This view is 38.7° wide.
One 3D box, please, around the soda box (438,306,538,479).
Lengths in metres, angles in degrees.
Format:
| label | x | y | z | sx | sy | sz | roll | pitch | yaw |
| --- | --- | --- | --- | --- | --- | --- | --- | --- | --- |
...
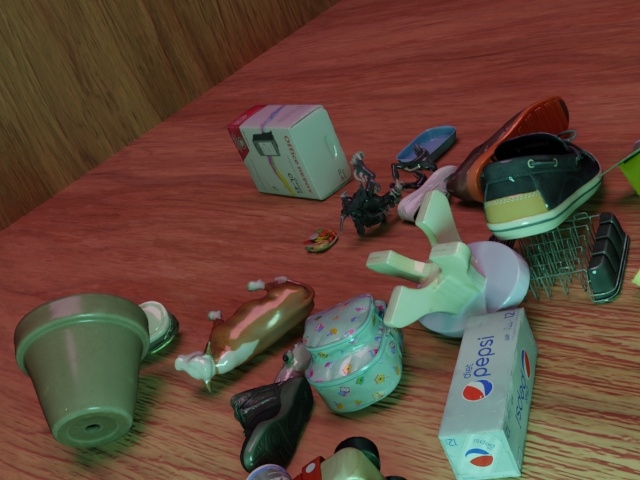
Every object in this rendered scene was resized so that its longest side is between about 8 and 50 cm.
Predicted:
| label | x | y | z | sx | sy | sz | roll | pitch | yaw |
| --- | --- | --- | --- | --- | --- | --- | --- | --- | --- |
| soda box | 0.257 | 0.224 | 1.368 | 0.098 | 0.091 | 0.286 | -13 | 27 | 25 |

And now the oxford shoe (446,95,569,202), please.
| label | x | y | z | sx | sy | sz | roll | pitch | yaw |
| --- | --- | --- | --- | --- | --- | --- | --- | --- | --- |
| oxford shoe | 0.422 | -0.215 | 2.057 | 0.363 | 0.130 | 0.132 | -37 | 21 | -26 |

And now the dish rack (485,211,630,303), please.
| label | x | y | z | sx | sy | sz | roll | pitch | yaw |
| --- | --- | --- | --- | --- | --- | --- | --- | --- | --- |
| dish rack | 0.403 | 0.037 | 1.638 | 0.271 | 0.074 | 0.208 | -11 | 26 | 31 |

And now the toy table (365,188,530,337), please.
| label | x | y | z | sx | sy | sz | roll | pitch | yaw |
| --- | --- | --- | --- | --- | --- | --- | --- | --- | --- |
| toy table | 0.207 | 0.059 | 1.567 | 0.274 | 0.160 | 0.252 | -25 | 43 | 50 |

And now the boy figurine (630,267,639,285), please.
| label | x | y | z | sx | sy | sz | roll | pitch | yaw |
| --- | --- | --- | --- | --- | --- | --- | --- | --- | --- |
| boy figurine | 0.574 | -0.046 | 1.500 | 0.092 | 0.285 | 0.177 | 12 | -8 | 9 |

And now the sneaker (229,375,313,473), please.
| label | x | y | z | sx | sy | sz | roll | pitch | yaw |
| --- | --- | --- | --- | --- | --- | --- | --- | --- | --- |
| sneaker | -0.104 | 0.316 | 1.527 | 0.130 | 0.087 | 0.227 | -15 | 23 | 25 |

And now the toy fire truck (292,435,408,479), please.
| label | x | y | z | sx | sy | sz | roll | pitch | yaw |
| --- | --- | --- | --- | --- | --- | --- | --- | --- | --- |
| toy fire truck | 0.013 | 0.385 | 1.151 | 0.246 | 0.217 | 0.158 | -35 | 23 | 12 |

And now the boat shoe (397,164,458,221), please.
| label | x | y | z | sx | sy | sz | roll | pitch | yaw |
| --- | --- | --- | --- | --- | --- | --- | --- | --- | --- |
| boat shoe | 0.257 | -0.104 | 2.063 | 0.184 | 0.066 | 0.063 | -32 | 39 | -22 |

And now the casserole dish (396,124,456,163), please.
| label | x | y | z | sx | sy | sz | roll | pitch | yaw |
| --- | --- | --- | --- | --- | --- | --- | --- | --- | --- |
| casserole dish | 0.276 | -0.236 | 2.336 | 0.114 | 0.037 | 0.188 | 4 | 37 | 46 |

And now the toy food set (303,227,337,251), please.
| label | x | y | z | sx | sy | sz | roll | pitch | yaw |
| --- | --- | --- | --- | --- | --- | --- | --- | --- | --- |
| toy food set | 0.000 | 0.000 | 2.135 | 0.082 | 0.020 | 0.083 | 4 | 37 | 46 |

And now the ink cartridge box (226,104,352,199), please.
| label | x | y | z | sx | sy | sz | roll | pitch | yaw |
| --- | --- | --- | --- | --- | --- | --- | --- | --- | --- |
| ink cartridge box | -0.086 | -0.241 | 2.449 | 0.131 | 0.226 | 0.306 | -38 | 27 | -26 |

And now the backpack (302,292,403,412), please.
| label | x | y | z | sx | sy | sz | roll | pitch | yaw |
| --- | --- | --- | --- | --- | --- | --- | --- | --- | --- |
| backpack | 0.054 | 0.193 | 1.555 | 0.165 | 0.144 | 0.188 | -21 | 34 | 17 |

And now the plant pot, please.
| label | x | y | z | sx | sy | sz | roll | pitch | yaw |
| --- | --- | --- | --- | --- | --- | --- | --- | --- | --- |
| plant pot | -0.449 | 0.267 | 1.765 | 0.263 | 0.263 | 0.229 | -22 | 54 | 5 |

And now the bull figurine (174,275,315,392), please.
| label | x | y | z | sx | sy | sz | roll | pitch | yaw |
| --- | --- | --- | --- | --- | --- | --- | --- | --- | --- |
| bull figurine | -0.153 | 0.177 | 1.826 | 0.310 | 0.101 | 0.188 | -30 | 23 | -11 |

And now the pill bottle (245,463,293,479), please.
| label | x | y | z | sx | sy | sz | roll | pitch | yaw |
| --- | --- | --- | --- | --- | --- | --- | --- | --- | --- |
| pill bottle | -0.057 | 0.393 | 1.335 | 0.078 | 0.078 | 0.137 | -31 | 26 | -13 |

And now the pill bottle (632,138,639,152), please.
| label | x | y | z | sx | sy | sz | roll | pitch | yaw |
| --- | --- | --- | --- | --- | --- | --- | --- | --- | --- |
| pill bottle | 0.696 | -0.201 | 1.843 | 0.120 | 0.067 | 0.067 | -33 | 26 | -17 |

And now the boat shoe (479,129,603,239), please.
| label | x | y | z | sx | sy | sz | roll | pitch | yaw |
| --- | --- | --- | --- | --- | --- | --- | --- | --- | --- |
| boat shoe | 0.428 | -0.137 | 1.770 | 0.186 | 0.156 | 0.500 | -14 | 9 | 30 |

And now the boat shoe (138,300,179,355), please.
| label | x | y | z | sx | sy | sz | roll | pitch | yaw |
| --- | --- | --- | --- | --- | --- | --- | --- | --- | --- |
| boat shoe | -0.464 | 0.238 | 1.996 | 0.324 | 0.097 | 0.117 | -27 | 65 | 3 |

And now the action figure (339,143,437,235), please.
| label | x | y | z | sx | sy | sz | roll | pitch | yaw |
| --- | --- | --- | --- | --- | --- | --- | --- | --- | --- |
| action figure | 0.129 | -0.115 | 2.091 | 0.275 | 0.164 | 0.141 | -26 | 45 | -25 |

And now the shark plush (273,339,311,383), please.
| label | x | y | z | sx | sy | sz | roll | pitch | yaw |
| --- | --- | --- | --- | --- | --- | --- | --- | --- | --- |
| shark plush | -0.053 | 0.221 | 1.709 | 0.067 | 0.073 | 0.161 | -47 | 19 | 28 |

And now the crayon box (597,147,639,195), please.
| label | x | y | z | sx | sy | sz | roll | pitch | yaw |
| --- | --- | --- | --- | --- | --- | --- | --- | --- | --- |
| crayon box | 0.700 | -0.193 | 1.699 | 0.322 | 0.083 | 0.203 | -31 | -7 | -14 |
